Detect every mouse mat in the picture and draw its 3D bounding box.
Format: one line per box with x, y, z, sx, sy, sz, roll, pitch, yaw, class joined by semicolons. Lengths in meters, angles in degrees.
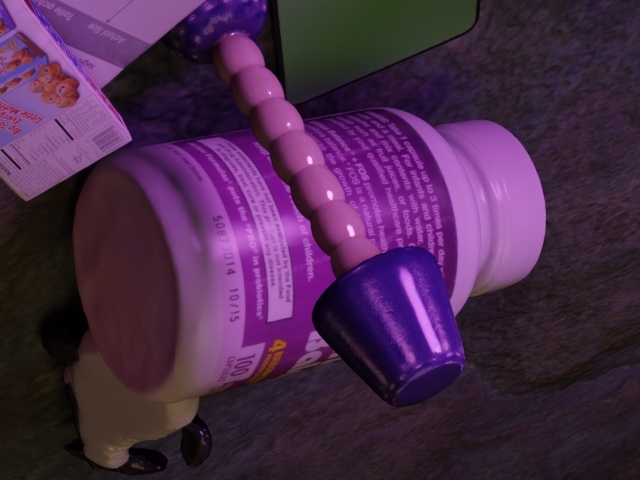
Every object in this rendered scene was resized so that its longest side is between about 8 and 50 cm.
0.039;-0.161;1.059;0.152;0.007;0.190;-24;154;-10;mouse mat

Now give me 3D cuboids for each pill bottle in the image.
0.000;0.000;1.130;0.301;0.169;0.169;-12;150;-31;pill bottle

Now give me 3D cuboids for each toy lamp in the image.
-0.003;-0.031;0.940;0.080;0.275;0.080;-23;155;-11;toy lamp

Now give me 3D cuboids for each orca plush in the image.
-0.124;0.104;1.285;0.102;0.151;0.287;-52;163;-27;orca plush

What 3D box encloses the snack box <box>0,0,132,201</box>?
-0.145;-0.073;0.764;0.064;0.022;0.178;-29;156;1;snack box

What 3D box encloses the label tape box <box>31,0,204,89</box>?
-0.235;-0.099;0.775;0.333;0.106;0.240;-37;153;17;label tape box
